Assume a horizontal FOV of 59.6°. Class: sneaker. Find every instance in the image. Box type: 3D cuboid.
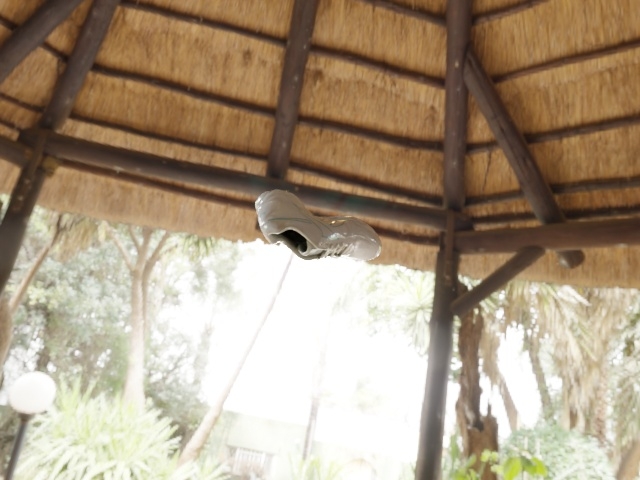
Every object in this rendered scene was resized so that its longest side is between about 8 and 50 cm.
[{"bbox_3d":[0.000,0.000,0.596,0.152,0.061,0.054,18,-51,-24],"label":"sneaker"}]
